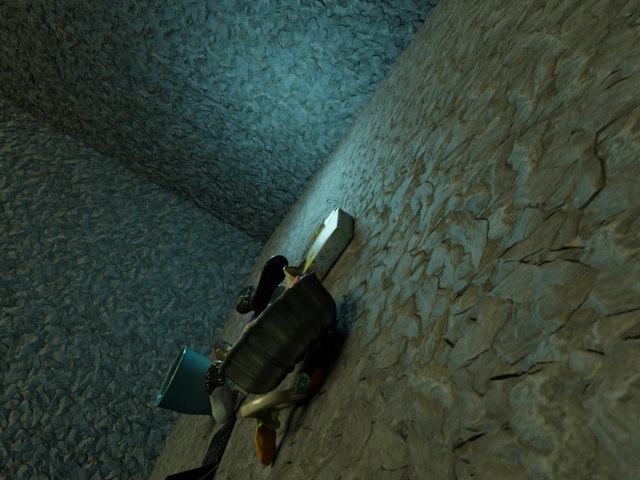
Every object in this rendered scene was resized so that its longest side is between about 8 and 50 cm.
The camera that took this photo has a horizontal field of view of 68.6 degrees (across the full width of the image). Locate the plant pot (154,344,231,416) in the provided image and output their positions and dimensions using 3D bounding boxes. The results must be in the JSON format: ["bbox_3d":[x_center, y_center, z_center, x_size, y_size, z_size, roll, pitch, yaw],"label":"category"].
[{"bbox_3d":[-0.535,0.634,2.032,0.271,0.255,0.271,-55,15,23],"label":"plant pot"}]

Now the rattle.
[{"bbox_3d":[-0.069,0.387,1.030,0.199,0.130,0.143,-23,49,13],"label":"rattle"}]

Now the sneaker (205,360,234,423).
[{"bbox_3d":[-0.357,0.537,1.685,0.086,0.085,0.237,-50,-42,-72],"label":"sneaker"}]

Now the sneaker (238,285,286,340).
[{"bbox_3d":[-0.223,0.310,1.899,0.293,0.102,0.146,-54,9,-7],"label":"sneaker"}]

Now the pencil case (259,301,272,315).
[{"bbox_3d":[-0.170,0.277,1.732,0.206,0.086,0.088,170,99,-75],"label":"pencil case"}]

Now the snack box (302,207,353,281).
[{"bbox_3d":[0.027,0.015,1.561,0.207,0.070,0.174,-54,11,22],"label":"snack box"}]

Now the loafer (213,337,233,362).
[{"bbox_3d":[-0.463,0.560,2.254,0.130,0.134,0.366,-65,12,-14],"label":"loafer"}]

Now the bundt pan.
[{"bbox_3d":[-0.081,0.234,1.117,0.331,0.124,0.331,-47,-10,-11],"label":"bundt pan"}]

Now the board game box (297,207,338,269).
[{"bbox_3d":[0.000,0.000,1.816,0.243,0.042,0.165,-47,16,51],"label":"board game box"}]

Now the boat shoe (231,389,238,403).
[{"bbox_3d":[-0.345,0.620,1.766,0.135,0.050,0.045,-58,-2,0],"label":"boat shoe"}]

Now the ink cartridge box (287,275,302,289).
[{"bbox_3d":[-0.085,0.236,1.428,0.158,0.092,0.218,-55,13,28],"label":"ink cartridge box"}]

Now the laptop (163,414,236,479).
[{"bbox_3d":[-0.428,0.728,1.597,0.234,0.136,0.264,-51,14,41],"label":"laptop"}]

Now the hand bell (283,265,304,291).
[{"bbox_3d":[-0.104,0.221,1.600,0.126,0.126,0.242,-98,27,-74],"label":"hand bell"}]

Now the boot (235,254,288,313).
[{"bbox_3d":[-0.237,0.174,1.840,0.207,0.094,0.246,-16,45,61],"label":"boot"}]

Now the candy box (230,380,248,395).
[{"bbox_3d":[-0.245,0.430,1.726,0.233,0.071,0.159,-62,11,-5],"label":"candy box"}]
